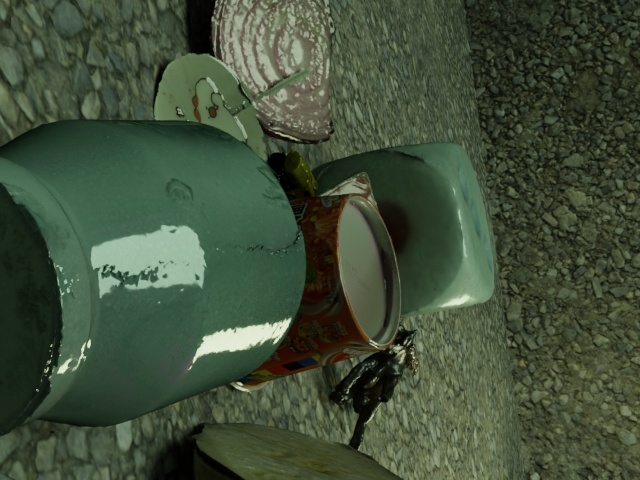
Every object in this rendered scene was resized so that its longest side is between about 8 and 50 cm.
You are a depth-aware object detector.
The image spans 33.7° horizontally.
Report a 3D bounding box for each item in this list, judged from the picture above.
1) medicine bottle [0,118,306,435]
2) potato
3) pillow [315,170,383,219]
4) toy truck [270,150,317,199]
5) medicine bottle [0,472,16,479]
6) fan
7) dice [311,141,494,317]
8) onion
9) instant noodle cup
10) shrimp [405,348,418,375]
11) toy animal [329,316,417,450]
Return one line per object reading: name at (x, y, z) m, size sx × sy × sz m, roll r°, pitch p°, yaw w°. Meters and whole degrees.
medicine bottle at (-0.181, 0.026, 0.813) m, size 0.290 × 0.245 × 0.245 m, roll -11°, pitch 89°, yaw -64°
potato at (-0.044, 0.383, 1.140) m, size 0.397 × 0.290 × 0.296 m, roll 15°, pitch -94°, yaw 70°
pillow at (0.000, 0.000, 1.537) m, size 0.232 × 0.043 × 0.126 m, roll -35°, pitch 111°, yaw -32°
toy truck at (-0.041, -0.096, 1.615) m, size 0.083 × 0.054 × 0.049 m, roll 57°, pitch 27°, yaw -50°
medicine bottle at (-0.241, 0.215, 0.780) m, size 0.140 × 0.079 × 0.079 m, roll 53°, pitch 31°, yaw -53°
fan at (-0.102, -0.174, 1.386) m, size 0.329 × 0.009 × 0.191 m, roll -41°, pitch 109°, yaw -48°
dice at (0.130, -0.007, 1.740) m, size 0.262 × 0.264 × 0.268 m, roll 3°, pitch 75°, yaw -72°
onion at (-0.093, -0.264, 1.501) m, size 0.247 × 0.111 × 0.250 m, roll 8°, pitch 81°, yaw -48°
instant noodle cup at (-0.022, 0.052, 1.322) m, size 0.250 × 0.192 × 0.250 m, roll 42°, pitch 42°, yaw -54°
shrimp at (0.185, 0.246, 2.127) m, size 0.092 × 0.029 × 0.038 m, roll 60°, pitch 25°, yaw -53°
toy animal at (0.088, 0.226, 1.655) m, size 0.148 × 0.084 × 0.233 m, roll -38°, pitch 159°, yaw -43°
